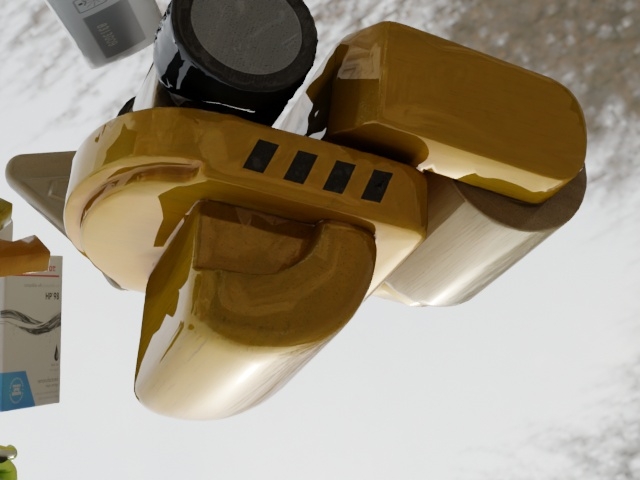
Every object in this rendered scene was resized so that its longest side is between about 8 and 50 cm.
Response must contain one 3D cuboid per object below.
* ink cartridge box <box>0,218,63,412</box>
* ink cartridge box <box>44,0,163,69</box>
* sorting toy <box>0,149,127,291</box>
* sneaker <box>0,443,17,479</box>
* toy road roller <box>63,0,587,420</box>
[{"bbox_3d":[-0.291,0.065,1.201,0.104,0.060,0.180,6,-95,-71],"label":"ink cartridge box"},{"bbox_3d":[-0.266,-0.365,1.068,0.385,0.091,0.308,63,178,12],"label":"ink cartridge box"},{"bbox_3d":[-0.194,-0.017,1.180,0.307,0.041,0.229,-7,-148,-36],"label":"sorting toy"},{"bbox_3d":[-0.400,0.269,1.398,0.384,0.147,0.145,-150,56,-73],"label":"sneaker"},{"bbox_3d":[0.000,0.000,0.835,0.329,0.202,0.241,14,-121,-18],"label":"toy road roller"}]
